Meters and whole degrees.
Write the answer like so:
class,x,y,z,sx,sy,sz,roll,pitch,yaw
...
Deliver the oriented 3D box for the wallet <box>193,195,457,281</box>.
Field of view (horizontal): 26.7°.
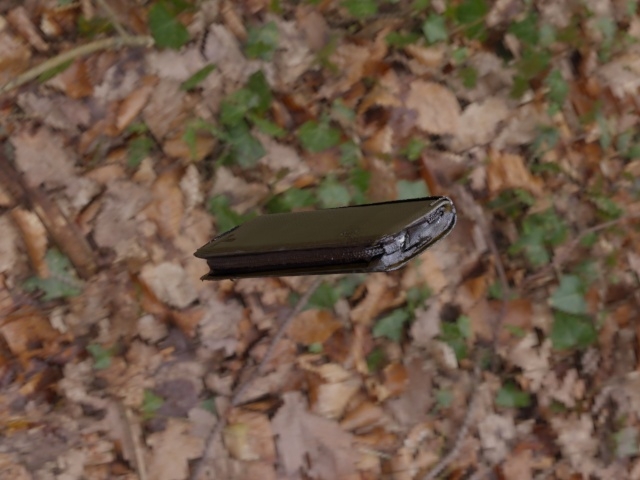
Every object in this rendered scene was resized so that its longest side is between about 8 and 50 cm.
class,x,y,z,sx,sy,sz,roll,pitch,yaw
wallet,0.000,0.000,1.069,0.110,0.198,0.031,-32,112,-49
